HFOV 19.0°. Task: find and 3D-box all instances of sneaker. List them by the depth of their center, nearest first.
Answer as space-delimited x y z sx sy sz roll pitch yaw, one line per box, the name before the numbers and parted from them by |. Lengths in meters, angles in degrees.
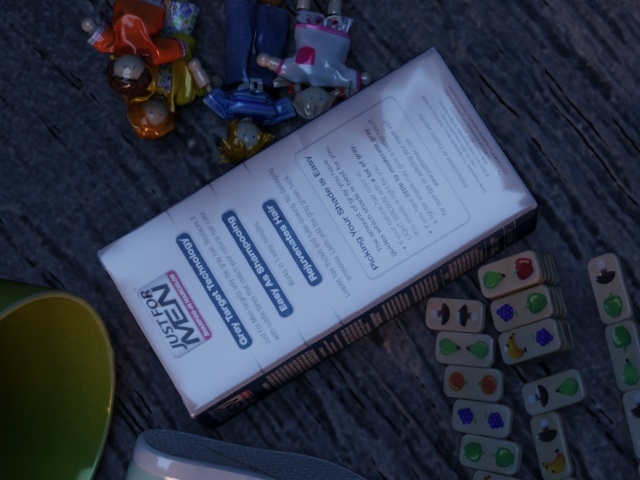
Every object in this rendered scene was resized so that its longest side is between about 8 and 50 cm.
sneaker | -0.053 0.262 1.650 0.256 0.094 0.151 15 107 -7

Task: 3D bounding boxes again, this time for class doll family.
doll family | -0.091 -0.154 1.732 0.263 0.118 0.163 8 72 -11

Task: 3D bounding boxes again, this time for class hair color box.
hair color box | 0.000 0.000 1.678 0.347 0.105 0.174 -31 77 -2

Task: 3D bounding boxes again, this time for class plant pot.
plant pot | -0.373 0.132 1.632 0.293 0.275 0.274 18 80 26

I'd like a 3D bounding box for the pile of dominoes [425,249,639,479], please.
pile of dominoes | 0.185 0.138 1.618 0.196 0.040 0.251 -21 75 32
